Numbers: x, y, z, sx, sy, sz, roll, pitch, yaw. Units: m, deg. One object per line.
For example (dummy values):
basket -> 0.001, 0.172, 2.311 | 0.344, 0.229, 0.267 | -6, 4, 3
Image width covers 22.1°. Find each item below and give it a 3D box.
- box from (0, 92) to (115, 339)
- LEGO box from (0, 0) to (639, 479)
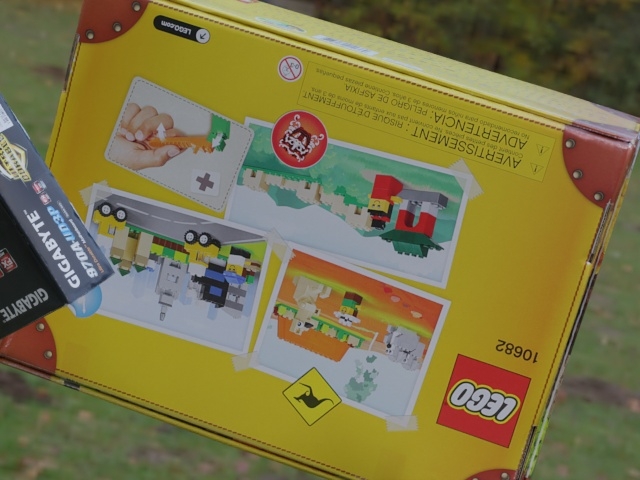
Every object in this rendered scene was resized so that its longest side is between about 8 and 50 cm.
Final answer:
box -> -0.265, -0.010, 1.204 | 0.051, 0.175, 0.220 | -36, 8, -40
LEGO box -> 0.000, 0.000, 1.497 | 0.500, 0.372, 0.193 | 19, 14, 9
